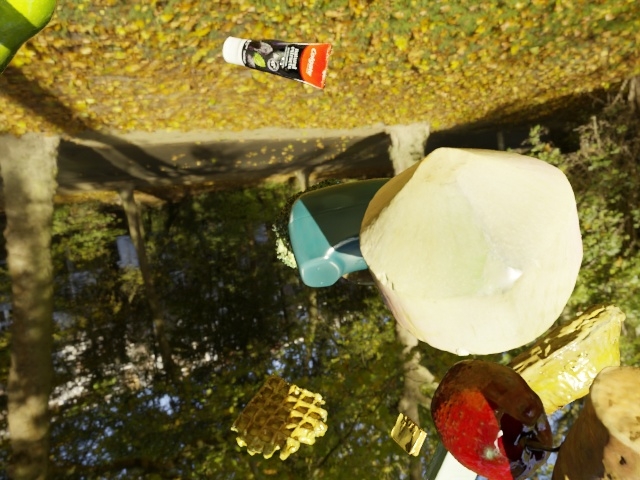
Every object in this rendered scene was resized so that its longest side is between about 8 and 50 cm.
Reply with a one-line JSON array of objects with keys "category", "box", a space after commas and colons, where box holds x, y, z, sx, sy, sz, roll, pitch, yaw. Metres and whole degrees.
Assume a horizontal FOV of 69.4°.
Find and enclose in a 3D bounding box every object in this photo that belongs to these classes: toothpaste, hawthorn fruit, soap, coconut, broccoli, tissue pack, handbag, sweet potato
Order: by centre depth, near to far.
[{"category": "sweet potato", "box": [0.309, 0.257, 0.485, 0.131, 0.336, 0.131, -6, -138, 5]}, {"category": "coconut", "box": [0.171, 0.002, 0.555, 0.260, 0.258, 0.259, -8, -176, 1]}, {"category": "hawthorn fruit", "box": [0.250, 0.254, 0.642, 0.157, 0.156, 0.194, -10, -175, -22]}, {"category": "toothpaste", "box": [-0.073, -0.312, 0.788, 0.194, 0.071, 0.045, 19, -163, 20]}, {"category": "tissue pack", "box": [0.073, -0.029, 1.019, 0.288, 0.205, 0.198, -12, 156, 1]}, {"category": "handbag", "box": [0.199, 0.436, 1.040, 0.027, 0.061, 0.083, 28, 176, -23]}, {"category": "soap", "box": [0.356, 0.567, 1.201, 0.115, 0.198, 0.063, 9, -159, -14]}, {"category": "broccoli", "box": [-0.020, -0.006, 1.373, 0.249, 0.301, 0.375, -12, 161, -37]}]

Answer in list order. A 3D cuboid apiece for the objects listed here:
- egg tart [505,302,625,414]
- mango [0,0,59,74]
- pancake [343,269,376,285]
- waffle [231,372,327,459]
[{"category": "egg tart", "box": [0.681, 0.351, 1.294, 0.444, 0.178, 0.443, -25, 152, -15]}, {"category": "mango", "box": [-0.436, -0.264, 0.553, 0.294, 0.175, 0.143, -17, 159, 20]}, {"category": "pancake", "box": [0.124, 0.005, 1.179, 0.223, 0.236, 0.042, -18, 156, -6]}, {"category": "waffle", "box": [-0.094, 0.480, 1.222, 0.219, 0.057, 0.229, 15, -144, 22]}]
